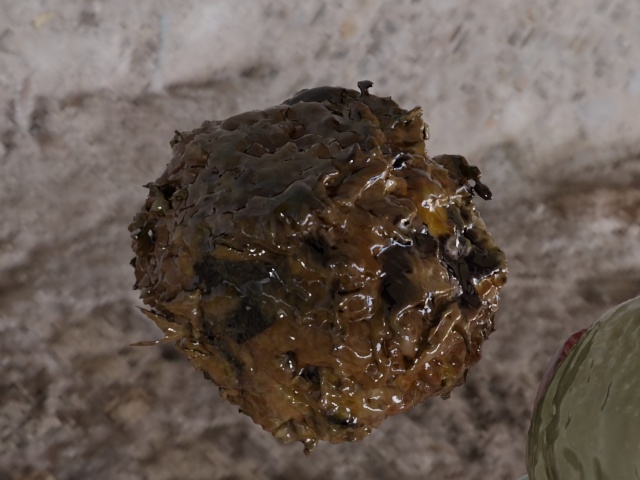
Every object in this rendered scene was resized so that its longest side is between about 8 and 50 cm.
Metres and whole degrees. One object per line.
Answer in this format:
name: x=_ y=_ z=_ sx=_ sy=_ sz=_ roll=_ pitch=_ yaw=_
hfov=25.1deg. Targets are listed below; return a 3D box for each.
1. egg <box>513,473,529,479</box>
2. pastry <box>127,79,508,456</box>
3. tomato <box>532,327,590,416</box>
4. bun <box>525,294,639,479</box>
egg: x=0.198 y=0.264 z=1.159 sx=0.131 sy=0.164 sz=0.131 roll=-35 pitch=-172 yaw=6
pastry: x=0.000 y=0.000 z=0.981 sx=0.275 sy=0.275 sz=0.193 roll=-39 pitch=148 yaw=-17
tomato: x=0.239 y=0.166 z=0.932 sx=0.200 sy=0.233 sz=0.140 roll=-3 pitch=119 yaw=-42
bun: x=0.185 y=0.130 z=0.647 sx=0.153 sy=0.244 sz=0.244 roll=-30 pitch=142 yaw=-30
